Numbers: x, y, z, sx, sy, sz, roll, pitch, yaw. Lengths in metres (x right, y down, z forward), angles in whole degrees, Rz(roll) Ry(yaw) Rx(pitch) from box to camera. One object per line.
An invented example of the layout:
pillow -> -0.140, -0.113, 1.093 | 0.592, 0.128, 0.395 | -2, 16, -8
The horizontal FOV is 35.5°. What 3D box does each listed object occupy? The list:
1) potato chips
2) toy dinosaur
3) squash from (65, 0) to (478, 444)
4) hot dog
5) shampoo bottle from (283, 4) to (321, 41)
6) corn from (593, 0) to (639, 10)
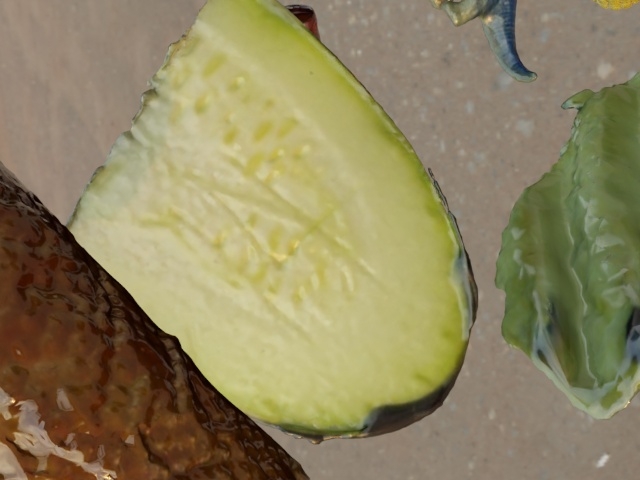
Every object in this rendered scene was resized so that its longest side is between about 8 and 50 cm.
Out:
potato chips -> 0.295, -0.057, 0.517 | 0.373, 0.389, 0.097 | -5, 125, 46
toy dinosaur -> 0.159, -0.264, 0.826 | 0.247, 0.188, 0.075 | 57, -170, 11
squash -> -0.010, -0.006, 0.593 | 0.155, 0.204, 0.237 | 19, 74, 45
hot dog -> -0.103, 0.051, 0.372 | 0.227, 0.099, 0.160 | 43, 169, 0
shampoo bottle -> -0.010, -0.132, 1.118 | 0.102, 0.064, 0.260 | 33, 145, 45
corn -> 0.284, -0.294, 0.988 | 0.081, 0.248, 0.081 | -2, 85, 23
